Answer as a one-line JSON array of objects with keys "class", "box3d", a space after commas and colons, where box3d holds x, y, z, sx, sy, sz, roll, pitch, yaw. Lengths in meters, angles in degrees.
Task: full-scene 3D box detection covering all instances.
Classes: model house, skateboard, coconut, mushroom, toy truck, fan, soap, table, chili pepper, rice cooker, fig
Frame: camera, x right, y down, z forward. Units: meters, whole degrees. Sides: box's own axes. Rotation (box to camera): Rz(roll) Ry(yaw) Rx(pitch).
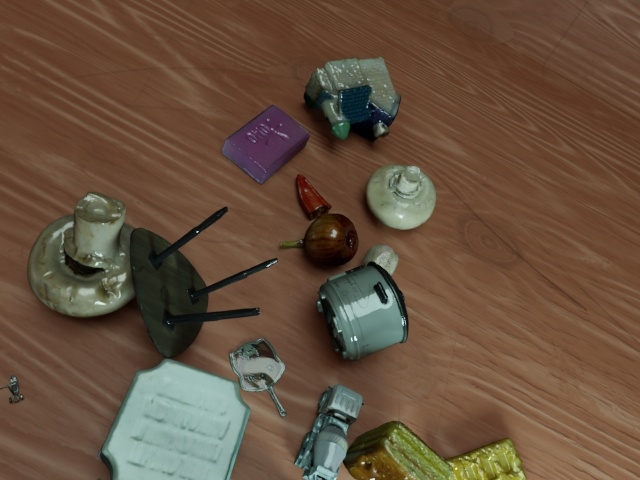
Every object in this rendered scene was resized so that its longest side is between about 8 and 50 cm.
[{"class": "model house", "box3d": [0.127, -0.487, 1.812, 0.298, 0.243, 0.285, -18, 76, -24]}, {"class": "skateboard", "box3d": [-0.685, 0.319, 1.102, 0.032, 0.083, 0.064, -13, 64, -25]}, {"class": "coconut", "box3d": [0.194, 0.066, 1.566, 0.110, 0.110, 0.125, 32, 61, 1]}, {"class": "mushroom", "box3d": [-0.555, 0.030, 1.201, 0.292, 0.290, 0.293, 11, 51, -14]}, {"class": "toy truck", "box3d": [0.028, 0.482, 1.226, 0.107, 0.140, 0.257, 27, 54, -1]}, {"class": "fan", "box3d": [-0.148, 0.366, 1.315, 0.131, 0.009, 0.220, -24, 69, -27]}, {"class": "soap", "box3d": [-0.182, -0.331, 1.686, 0.181, 0.081, 0.259, 40, 55, 6]}, {"class": "table", "box3d": [-0.258, 0.102, 1.187, 0.248, 0.317, 0.318, -20, 61, 14]}, {"class": "chili pepper", "box3d": [-0.038, -0.156, 1.647, 0.088, 0.065, 0.169, -16, 63, -29]}, {"class": "rice cooker", "box3d": [0.125, 0.191, 1.368, 0.226, 0.281, 0.241, -20, 65, -11]}, {"class": "fig", "box3d": [0.007, 0.000, 1.527, 0.175, 0.207, 0.175, 13, 74, -52]}, {"class": "mushroom", "box3d": [0.275, -0.163, 1.680, 0.245, 0.202, 0.246, 4, 57, -5]}]

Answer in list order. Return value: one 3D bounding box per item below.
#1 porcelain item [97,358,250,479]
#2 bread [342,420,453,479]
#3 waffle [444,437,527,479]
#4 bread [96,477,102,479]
[{"class": "porcelain item", "box3d": [-0.322, 0.435, 1.117, 0.285, 0.157, 0.282, 19, 56, -8]}, {"class": "bread", "box3d": [0.172, 0.540, 1.188, 0.184, 0.234, 0.110, 41, 52, 6]}, {"class": "waffle", "box3d": [0.431, 0.645, 1.324, 0.273, 0.057, 0.168, -7, 62, -24]}, {"class": "bread", "box3d": [-0.432, 0.598, 0.897, 0.252, 0.196, 0.239, -41, 119, -4]}]
